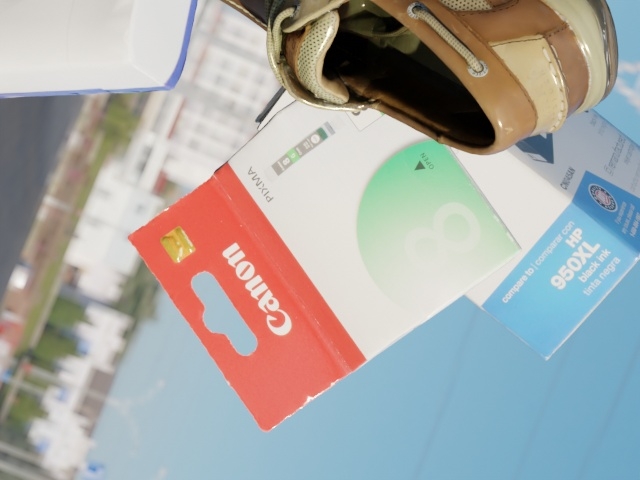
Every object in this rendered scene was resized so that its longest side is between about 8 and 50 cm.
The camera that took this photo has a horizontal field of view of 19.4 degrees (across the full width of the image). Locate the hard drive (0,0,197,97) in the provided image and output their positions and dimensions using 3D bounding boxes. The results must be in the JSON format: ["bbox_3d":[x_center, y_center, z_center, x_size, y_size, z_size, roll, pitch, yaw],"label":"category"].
[{"bbox_3d":[-0.182,-0.161,0.815,0.040,0.318,0.210,32,63,-55],"label":"hard drive"}]

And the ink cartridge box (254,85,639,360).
[{"bbox_3d":[0.160,-0.098,2.011,0.166,0.395,0.285,-51,-179,26],"label":"ink cartridge box"}]

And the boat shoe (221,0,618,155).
[{"bbox_3d":[0.022,-0.142,1.134,0.120,0.324,0.123,-41,137,-29],"label":"boat shoe"}]

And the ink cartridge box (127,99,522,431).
[{"bbox_3d":[0.000,0.000,1.319,0.224,0.181,0.056,-35,173,-2],"label":"ink cartridge box"}]
